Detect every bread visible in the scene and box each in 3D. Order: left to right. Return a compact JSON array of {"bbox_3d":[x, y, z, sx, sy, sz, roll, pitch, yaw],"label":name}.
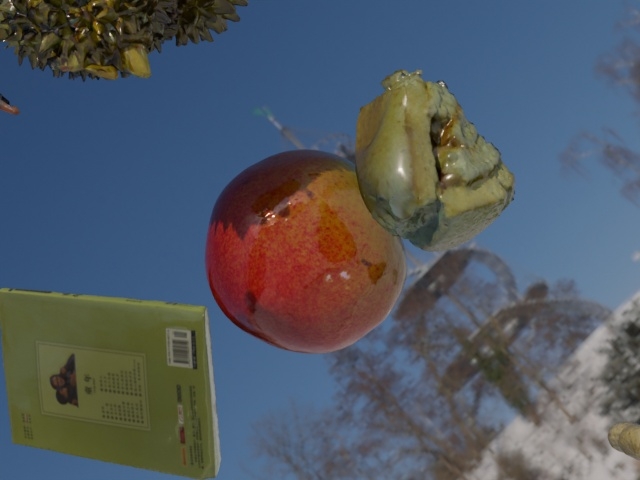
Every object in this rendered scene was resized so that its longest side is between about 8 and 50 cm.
[{"bbox_3d":[0.076,-0.058,0.851,0.110,0.156,0.103,-38,-9,-40],"label":"bread"}]

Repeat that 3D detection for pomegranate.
[{"bbox_3d":[0.000,0.000,1.083,0.256,0.221,0.221,-34,-23,0],"label":"pomegranate"}]

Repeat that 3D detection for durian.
[{"bbox_3d":[-0.185,-0.272,0.890,0.293,0.258,0.258,-67,-23,-4],"label":"durian"}]

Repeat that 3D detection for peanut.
[{"bbox_3d":[0.312,0.200,1.010,0.037,0.037,0.083,-41,-2,-8],"label":"peanut"}]

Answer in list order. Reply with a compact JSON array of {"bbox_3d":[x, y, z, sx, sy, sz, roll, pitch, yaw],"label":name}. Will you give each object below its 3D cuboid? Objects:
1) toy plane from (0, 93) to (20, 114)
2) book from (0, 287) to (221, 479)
[{"bbox_3d":[-0.277,-0.143,0.662,0.188,0.135,0.062,22,-95,-27],"label":"toy plane"},{"bbox_3d":[-0.295,0.191,1.406,0.035,0.352,0.239,-26,-63,-61],"label":"book"}]
